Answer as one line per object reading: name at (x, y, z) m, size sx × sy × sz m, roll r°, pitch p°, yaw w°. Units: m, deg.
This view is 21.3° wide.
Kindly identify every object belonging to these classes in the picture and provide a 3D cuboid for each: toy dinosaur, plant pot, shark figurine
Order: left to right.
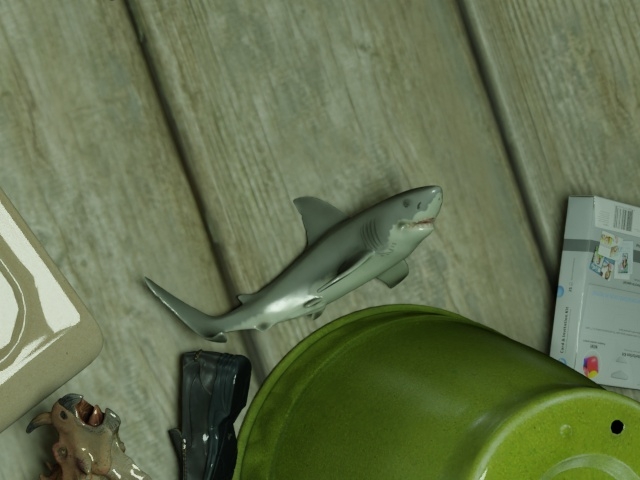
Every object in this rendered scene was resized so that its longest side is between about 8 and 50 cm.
toy dinosaur at (-0.191, 0.291, 1.488) m, size 0.200 × 0.127 × 0.295 m, roll 18°, pitch 88°, yaw 3°
shark figurine at (-0.020, 0.016, 1.615) m, size 0.278 × 0.166 × 0.116 m, roll -27°, pitch 73°, yaw -4°
plant pot at (0.148, 0.240, 1.523) m, size 0.366 × 0.353 × 0.366 m, roll 1°, pitch 88°, yaw -23°

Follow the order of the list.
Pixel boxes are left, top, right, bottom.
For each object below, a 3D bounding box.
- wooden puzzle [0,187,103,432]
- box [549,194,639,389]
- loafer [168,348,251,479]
wooden puzzle at (-0.404, 0.051, 1.450) m, size 0.322 × 0.080 × 0.348 m, roll -38°, pitch 107°, yaw -19°
box at (0.302, 0.056, 1.743) m, size 0.145 × 0.038 × 0.186 m, roll 11°, pitch 83°, yaw -41°
loafer at (-0.111, 0.184, 1.584) m, size 0.061 × 0.062 × 0.170 m, roll 12°, pitch 90°, yaw 17°
